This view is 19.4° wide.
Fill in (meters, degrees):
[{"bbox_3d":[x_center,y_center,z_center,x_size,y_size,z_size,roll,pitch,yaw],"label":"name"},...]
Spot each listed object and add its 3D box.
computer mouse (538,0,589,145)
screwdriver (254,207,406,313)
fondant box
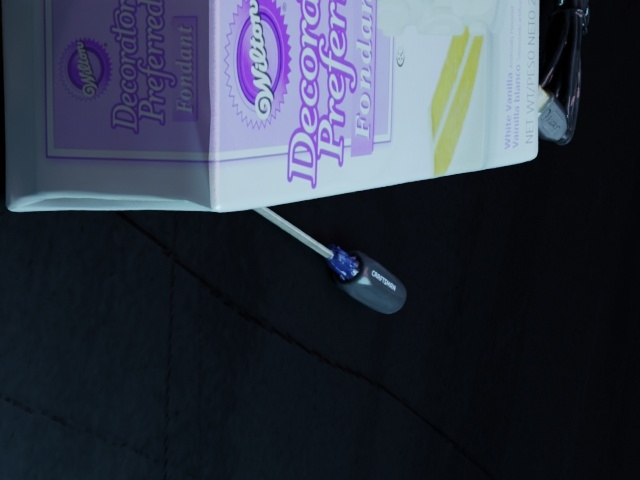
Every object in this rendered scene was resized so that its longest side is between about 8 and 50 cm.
[{"bbox_3d":[0.113,-0.164,1.071,0.262,0.060,0.184,52,45,-67],"label":"computer mouse"},{"bbox_3d":[0.000,0.000,0.893,0.025,0.024,0.170,-52,146,-3],"label":"screwdriver"},{"bbox_3d":[-0.004,-0.141,0.785,0.330,0.096,0.238,-12,103,-62],"label":"fondant box"}]
